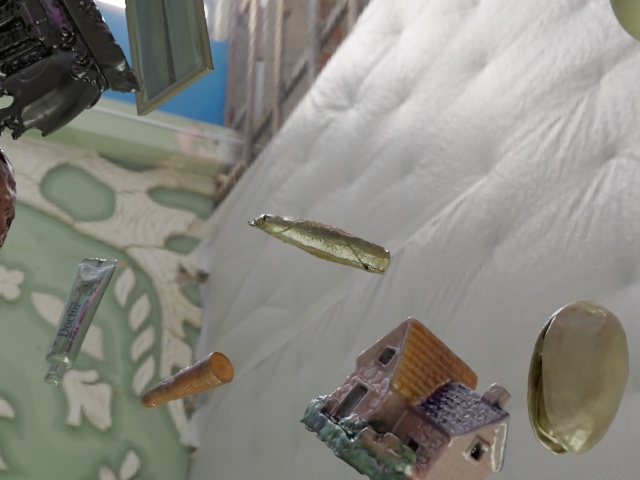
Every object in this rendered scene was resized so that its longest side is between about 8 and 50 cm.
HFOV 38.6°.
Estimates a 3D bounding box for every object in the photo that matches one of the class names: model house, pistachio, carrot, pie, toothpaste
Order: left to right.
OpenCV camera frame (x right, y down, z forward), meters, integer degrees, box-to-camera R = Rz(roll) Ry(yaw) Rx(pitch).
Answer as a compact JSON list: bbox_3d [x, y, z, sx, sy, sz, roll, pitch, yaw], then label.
[{"bbox_3d":[-0.385,0.121,1.441,0.037,0.067,0.256,80,14,-44],"label":"toothpaste"},{"bbox_3d":[-0.254,0.264,1.658,0.209,0.061,0.061,-27,-132,29],"label":"carrot"},{"bbox_3d":[0.000,0.000,1.742,0.128,0.282,0.069,179,-73,-74],"label":"pie"},{"bbox_3d":[0.142,0.260,1.355,0.237,0.202,0.237,-51,-154,-8],"label":"model house"},{"bbox_3d":[0.361,0.190,1.280,0.126,0.152,0.223,-23,-132,63],"label":"pistachio"}]

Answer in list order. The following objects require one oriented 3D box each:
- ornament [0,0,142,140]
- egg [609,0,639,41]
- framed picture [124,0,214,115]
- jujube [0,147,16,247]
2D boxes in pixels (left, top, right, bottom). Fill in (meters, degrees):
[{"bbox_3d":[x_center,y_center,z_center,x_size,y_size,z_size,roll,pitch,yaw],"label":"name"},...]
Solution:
[{"bbox_3d":[-0.407,-0.250,1.244,0.251,0.260,0.106,61,-11,17],"label":"ornament"},{"bbox_3d":[0.488,-0.383,1.236,0.186,0.185,0.242,-128,-136,-64],"label":"egg"},{"bbox_3d":[-0.270,-0.386,1.574,0.213,0.016,0.289,-22,-108,43],"label":"framed picture"},{"bbox_3d":[-0.463,-0.047,1.150,0.236,0.168,0.168,104,-13,-56],"label":"jujube"}]
